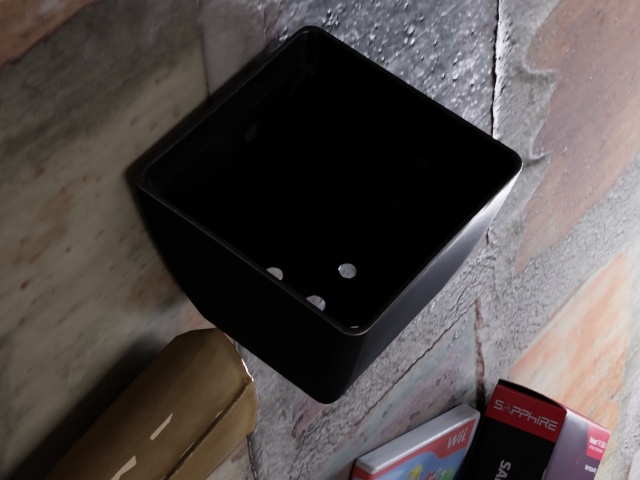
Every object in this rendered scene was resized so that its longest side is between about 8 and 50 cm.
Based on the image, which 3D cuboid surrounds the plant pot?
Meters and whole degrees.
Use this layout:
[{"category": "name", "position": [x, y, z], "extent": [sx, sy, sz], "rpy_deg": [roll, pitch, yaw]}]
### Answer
[{"category": "plant pot", "position": [0.000, 0.000, 1.089], "extent": [0.187, 0.188, 0.167], "rpy_deg": [-44, 160, -30]}]

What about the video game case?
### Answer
[{"category": "video game case", "position": [0.067, 0.319, 1.610], "extent": [0.204, 0.025, 0.285], "rpy_deg": [-18, 128, -52]}]

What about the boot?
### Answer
[{"category": "boot", "position": [-0.157, 0.150, 1.051], "extent": [0.269, 0.089, 0.236], "rpy_deg": [-46, 158, -28]}]

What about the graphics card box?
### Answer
[{"category": "graphics card box", "position": [0.195, 0.351, 1.719], "extent": [0.371, 0.094, 0.233], "rpy_deg": [-67, 156, -4]}]
